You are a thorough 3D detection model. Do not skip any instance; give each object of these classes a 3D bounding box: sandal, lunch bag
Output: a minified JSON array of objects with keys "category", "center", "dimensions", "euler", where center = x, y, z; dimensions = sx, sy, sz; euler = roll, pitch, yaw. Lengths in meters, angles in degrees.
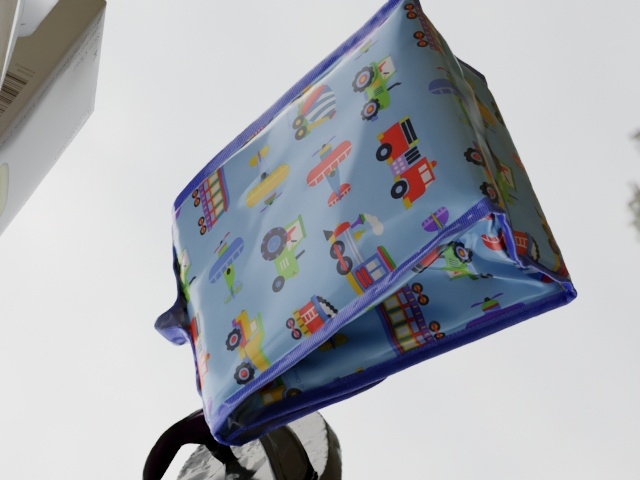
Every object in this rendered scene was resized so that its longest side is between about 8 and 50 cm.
[{"category":"sandal","center":[-0.069,0.199,1.276],"dimensions":[0.107,0.167,0.446],"euler":[56,-177,-12]},{"category":"lunch bag","center":[0.000,0.000,1.174],"dimensions":[0.138,0.293,0.221],"euler":[42,-156,-45]}]

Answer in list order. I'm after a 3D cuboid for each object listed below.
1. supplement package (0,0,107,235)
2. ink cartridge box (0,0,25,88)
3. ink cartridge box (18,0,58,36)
[{"category":"supplement package","center":[-0.327,-0.110,1.336],"dimensions":[0.204,0.145,0.262],"euler":[26,-127,5]},{"category":"ink cartridge box","center":[-0.139,-0.105,0.498],"dimensions":[0.143,0.090,0.092],"euler":[12,-159,-10]},{"category":"ink cartridge box","center":[-0.173,-0.181,1.021],"dimensions":[0.261,0.296,0.066],"euler":[-8,-89,-16]}]
